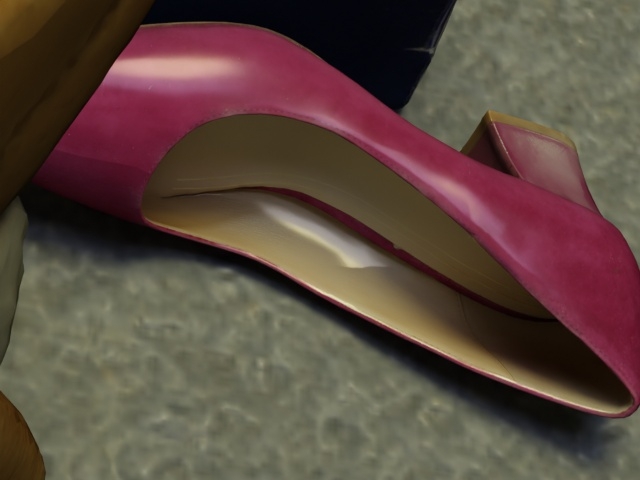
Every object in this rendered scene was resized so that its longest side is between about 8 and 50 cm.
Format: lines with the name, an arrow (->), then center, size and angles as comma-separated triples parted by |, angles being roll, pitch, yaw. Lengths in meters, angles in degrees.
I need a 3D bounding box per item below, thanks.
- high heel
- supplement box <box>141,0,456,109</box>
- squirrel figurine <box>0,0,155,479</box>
high heel -> 0.000, 0.000, 0.683 | 0.244, 0.082, 0.117 | 13, 43, -27
supplement box -> -0.066, -0.245, 0.751 | 0.195, 0.194, 0.357 | -3, 59, -21
squirrel figurine -> -0.284, -0.011, 0.477 | 0.370, 0.281, 0.397 | 32, 50, 11
